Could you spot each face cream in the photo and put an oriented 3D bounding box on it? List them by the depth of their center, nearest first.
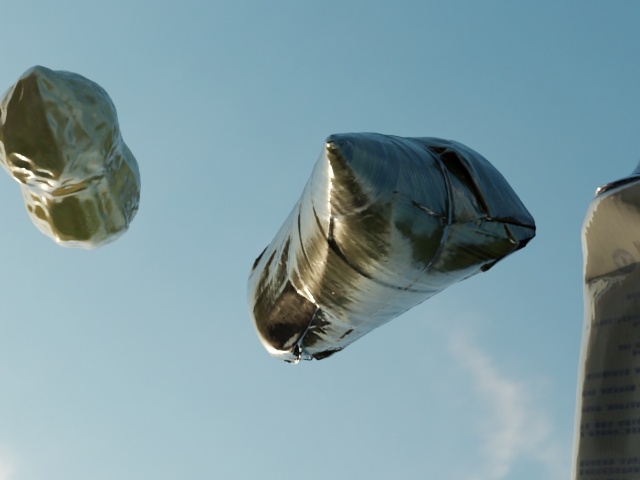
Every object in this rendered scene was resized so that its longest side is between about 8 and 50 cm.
[{"bbox_3d":[0.321,0.109,1.174,0.235,0.137,0.420,-26,-130,59],"label":"face cream"}]

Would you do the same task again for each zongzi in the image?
[{"bbox_3d":[0.000,0.000,1.041,0.286,0.300,0.138,-33,-112,25],"label":"zongzi"}]

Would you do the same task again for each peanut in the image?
[{"bbox_3d":[-0.180,-0.055,0.867,0.090,0.214,0.099,2,-113,4],"label":"peanut"}]
